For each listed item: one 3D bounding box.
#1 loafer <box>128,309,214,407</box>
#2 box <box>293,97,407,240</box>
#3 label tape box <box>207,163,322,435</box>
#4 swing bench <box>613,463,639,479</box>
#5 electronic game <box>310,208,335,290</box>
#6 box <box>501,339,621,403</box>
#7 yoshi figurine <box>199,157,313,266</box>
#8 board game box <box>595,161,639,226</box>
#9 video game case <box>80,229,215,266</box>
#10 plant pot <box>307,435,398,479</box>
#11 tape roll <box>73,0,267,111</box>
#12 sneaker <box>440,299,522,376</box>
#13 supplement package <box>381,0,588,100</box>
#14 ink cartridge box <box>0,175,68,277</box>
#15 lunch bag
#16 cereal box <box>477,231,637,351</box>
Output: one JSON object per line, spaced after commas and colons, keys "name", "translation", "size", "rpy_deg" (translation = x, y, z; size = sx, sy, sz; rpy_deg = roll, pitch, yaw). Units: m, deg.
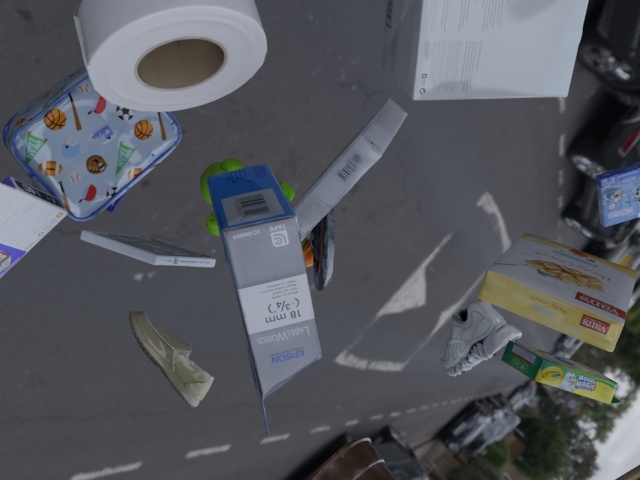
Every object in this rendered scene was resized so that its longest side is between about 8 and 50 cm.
{"name": "loafer", "translation": [-0.348, 0.263, 1.579], "size": [0.092, 0.268, 0.102], "rpy_deg": [-37, 175, -21]}
{"name": "box", "translation": [0.052, -0.145, 1.311], "size": [0.232, 0.058, 0.322], "rpy_deg": [-46, -176, 27]}
{"name": "label tape box", "translation": [-0.079, 0.080, 1.025], "size": [0.106, 0.240, 0.333], "rpy_deg": [-13, 115, -8]}
{"name": "swing bench", "translation": [0.436, 0.449, 0.856], "size": [0.165, 0.253, 0.254], "rpy_deg": [-25, 139, -8]}
{"name": "electronic game", "translation": [0.000, 0.000, 1.535], "size": [0.048, 0.229, 0.229], "rpy_deg": [1, 144, -5]}
{"name": "box", "translation": [0.406, 0.221, 1.125], "size": [0.043, 0.179, 0.105], "rpy_deg": [-68, -161, 3]}
{"name": "yoshi figurine", "translation": [-0.163, -0.063, 1.607], "size": [0.203, 0.203, 0.362], "rpy_deg": [-77, 148, -41]}
{"name": "board game box", "translation": [0.490, -0.075, 1.080], "size": [0.090, 0.020, 0.090], "rpy_deg": [-17, 119, 4]}
{"name": "video game case", "translation": [-0.324, 0.016, 1.283], "size": [0.173, 0.190, 0.022], "rpy_deg": [6, 99, -63]}
{"name": "plant pot", "translation": [0.068, 0.390, 0.937], "size": [0.167, 0.165, 0.167], "rpy_deg": [-36, 150, -26]}
{"name": "tape roll", "translation": [-0.233, -0.318, 1.071], "size": [0.286, 0.100, 0.286], "rpy_deg": [-16, 166, -4]}
{"name": "sneaker", "translation": [0.323, 0.208, 1.452], "size": [0.110, 0.118, 0.292], "rpy_deg": [-29, 165, -23]}
{"name": "supplement package", "translation": [0.256, -0.353, 1.097], "size": [0.263, 0.198, 0.199], "rpy_deg": [-3, 120, -10]}
{"name": "ink cartridge box", "translation": [-0.558, -0.014, 1.131], "size": [0.206, 0.045, 0.208], "rpy_deg": [-43, 166, -1]}
{"name": "lunch bag", "translation": [-0.434, -0.191, 1.303], "size": [0.303, 0.115, 0.243], "rpy_deg": [-44, 125, -16]}
{"name": "cereal box", "translation": [0.330, 0.059, 0.921], "size": [0.240, 0.173, 0.047], "rpy_deg": [-25, 133, -60]}
